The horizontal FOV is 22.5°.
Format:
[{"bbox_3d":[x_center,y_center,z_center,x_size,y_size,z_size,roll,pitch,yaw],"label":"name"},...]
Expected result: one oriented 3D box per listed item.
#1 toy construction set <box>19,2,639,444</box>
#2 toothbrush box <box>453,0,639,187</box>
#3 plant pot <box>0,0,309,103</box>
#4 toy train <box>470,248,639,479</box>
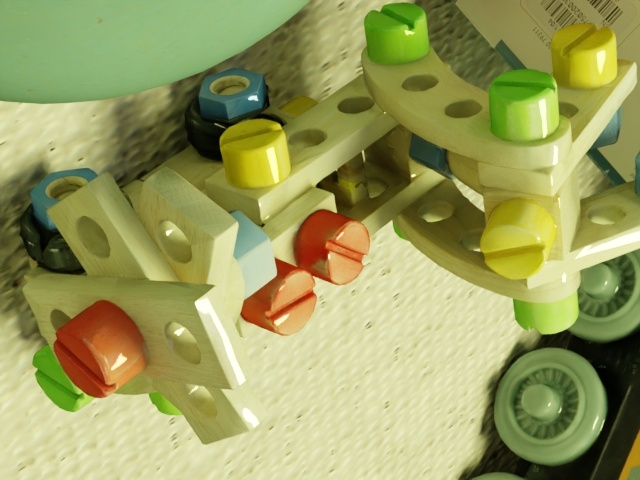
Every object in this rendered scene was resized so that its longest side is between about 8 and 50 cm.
[{"bbox_3d":[0.000,0.000,0.673,0.328,0.215,0.151,-23,124,-44],"label":"toy construction set"},{"bbox_3d":[0.242,-0.085,0.889,0.126,0.216,0.295,-48,155,24],"label":"toothbrush box"},{"bbox_3d":[-0.086,-0.178,0.436,0.293,0.293,0.235,-50,156,-23],"label":"plant pot"},{"bbox_3d":[0.215,0.135,1.034,0.142,0.190,0.334,29,84,-53],"label":"toy train"}]
